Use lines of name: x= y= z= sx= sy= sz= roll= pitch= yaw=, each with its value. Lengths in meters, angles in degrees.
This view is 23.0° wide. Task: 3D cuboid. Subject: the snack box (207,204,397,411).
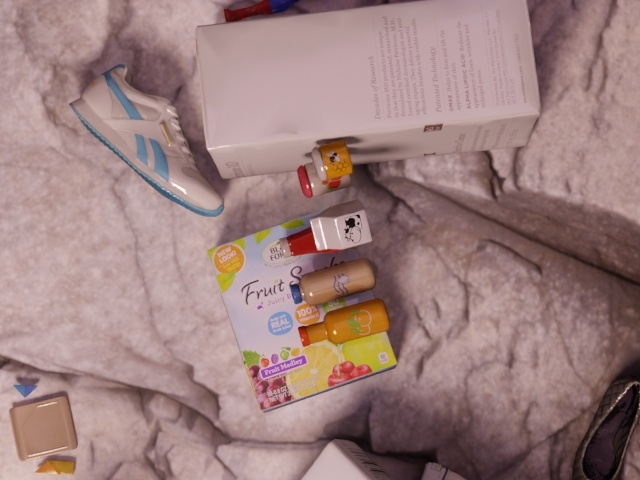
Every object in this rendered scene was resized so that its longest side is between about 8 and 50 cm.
snack box: x=-0.022 y=0.082 z=1.896 sx=0.174 sy=0.070 sz=0.207 roll=-20 pitch=80 yaw=-2

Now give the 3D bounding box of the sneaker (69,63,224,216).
sneaker: x=-0.197 y=-0.119 z=1.921 sx=0.229 sy=0.087 sz=0.092 roll=42 pitch=84 yaw=5

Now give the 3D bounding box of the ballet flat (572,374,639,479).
ballet flat: x=0.340 y=0.240 z=1.873 sx=0.057 sy=0.049 sz=0.173 roll=19 pitch=84 yaw=5

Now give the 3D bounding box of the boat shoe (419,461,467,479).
boat shoe: x=0.119 y=0.375 z=1.845 sx=0.076 sy=0.083 sz=0.226 roll=22 pitch=83 yaw=6

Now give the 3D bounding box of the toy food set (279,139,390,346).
toy food set: x=0.000 y=0.000 z=1.809 sx=0.104 sy=0.111 sz=0.232 roll=-16 pitch=112 yaw=-4

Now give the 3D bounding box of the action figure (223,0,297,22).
action figure: x=0.012 y=-0.340 z=1.922 sx=0.280 sy=0.139 sz=0.091 roll=-14 pitch=83 yaw=-2

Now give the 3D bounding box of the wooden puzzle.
wooden puzzle: x=-0.337 y=0.230 z=1.917 sx=0.078 sy=0.014 sz=0.116 roll=-6 pitch=82 yaw=-3

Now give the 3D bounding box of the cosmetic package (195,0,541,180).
cosmetic package: x=0.053 y=-0.179 z=1.857 sx=0.385 sy=0.217 sz=0.156 roll=-8 pitch=82 yaw=2

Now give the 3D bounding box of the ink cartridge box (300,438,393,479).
ink cartridge box: x=0.035 y=0.452 z=1.771 sx=0.324 sy=0.071 sz=0.330 roll=43 pitch=105 yaw=31
